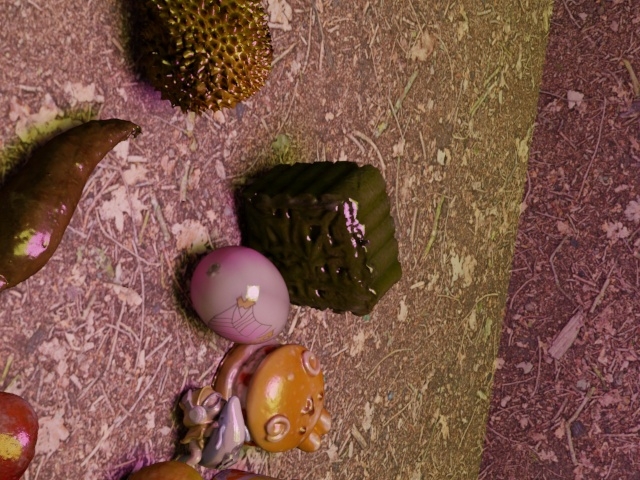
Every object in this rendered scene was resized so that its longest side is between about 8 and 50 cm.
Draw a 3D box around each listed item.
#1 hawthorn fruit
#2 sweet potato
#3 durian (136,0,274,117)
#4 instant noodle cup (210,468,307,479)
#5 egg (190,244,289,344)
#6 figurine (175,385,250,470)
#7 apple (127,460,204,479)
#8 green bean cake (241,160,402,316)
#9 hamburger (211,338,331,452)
[{"bbox_3d":[-0.541,0.317,1.507,0.173,0.172,0.173,-18,112,-54],"label":"hawthorn fruit"},{"bbox_3d":[-0.451,-0.083,1.592,0.423,0.130,0.131,-62,143,-37],"label":"sweet potato"},{"bbox_3d":[-0.223,-0.377,1.771,0.258,0.258,0.293,-45,127,-43],"label":"durian"},{"bbox_3d":[-0.150,0.643,2.137,0.264,0.200,0.265,-18,112,-53],"label":"instant noodle cup"},{"bbox_3d":[-0.165,0.125,2.009,0.196,0.196,0.271,-58,146,-31],"label":"egg"},{"bbox_3d":[-0.241,0.407,2.015,0.208,0.184,0.128,-47,158,15],"label":"figurine"},{"bbox_3d":[-0.308,0.532,1.884,0.196,0.195,0.196,-18,112,-54],"label":"apple"},{"bbox_3d":[0.000,0.000,2.101,0.218,0.335,0.319,-41,125,-46],"label":"green bean cake"},{"bbox_3d":[-0.097,0.373,2.175,0.261,0.186,0.303,-51,139,-37],"label":"hamburger"}]
